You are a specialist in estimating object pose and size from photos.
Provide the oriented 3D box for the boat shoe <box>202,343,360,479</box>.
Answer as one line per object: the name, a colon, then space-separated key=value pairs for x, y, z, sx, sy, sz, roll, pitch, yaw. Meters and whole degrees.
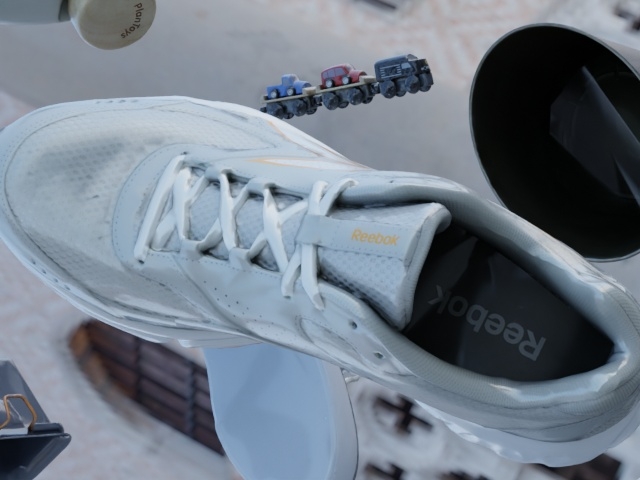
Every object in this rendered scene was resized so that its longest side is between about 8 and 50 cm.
boat shoe: x=-0.032 y=0.100 z=1.620 sx=0.156 sy=0.367 sz=0.136 roll=20 pitch=-61 yaw=-46

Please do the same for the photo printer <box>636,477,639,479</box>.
photo printer: x=0.167 y=0.212 z=0.667 sx=0.307 sy=0.256 sz=0.107 roll=-30 pitch=-7 yaw=-7

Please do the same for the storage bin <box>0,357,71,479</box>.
storage bin: x=-0.281 y=0.143 z=1.435 sx=0.098 sy=0.091 sz=0.135 roll=-44 pitch=-26 yaw=28

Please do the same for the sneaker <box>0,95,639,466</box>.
sneaker: x=0.000 y=0.000 z=0.629 sx=0.121 sy=0.262 sz=0.099 roll=79 pitch=-151 yaw=-78

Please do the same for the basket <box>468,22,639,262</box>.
basket: x=0.248 y=-0.087 z=1.492 sx=0.154 sy=0.204 sz=0.227 roll=-39 pitch=-13 yaw=26

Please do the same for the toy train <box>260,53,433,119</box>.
toy train: x=0.018 y=-0.124 z=1.426 sx=0.027 sy=0.158 sz=0.036 roll=-16 pitch=-84 yaw=-59

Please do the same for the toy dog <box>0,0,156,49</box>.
toy dog: x=-0.302 y=-0.274 z=1.672 sx=0.334 sy=0.220 sz=0.161 roll=-24 pitch=-42 yaw=-40
